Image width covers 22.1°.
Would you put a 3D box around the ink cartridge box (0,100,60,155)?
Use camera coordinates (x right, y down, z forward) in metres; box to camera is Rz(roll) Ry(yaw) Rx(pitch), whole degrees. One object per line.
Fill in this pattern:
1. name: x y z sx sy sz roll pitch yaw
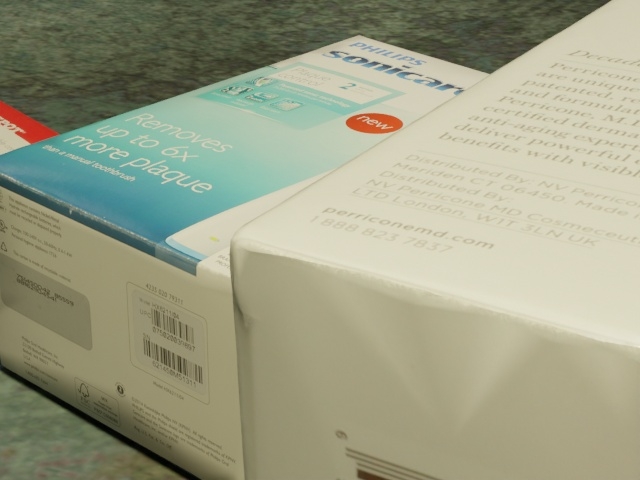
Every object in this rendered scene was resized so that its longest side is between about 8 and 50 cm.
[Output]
1. ink cartridge box: -0.240 -0.030 1.008 0.231 0.078 0.134 -19 31 -34

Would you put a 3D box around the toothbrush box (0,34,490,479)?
1. toothbrush box: 0.000 0.000 0.888 0.296 0.126 0.216 -22 33 -40

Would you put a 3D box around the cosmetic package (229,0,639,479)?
1. cosmetic package: 0.157 0.032 0.698 0.162 0.230 0.453 15 29 30
